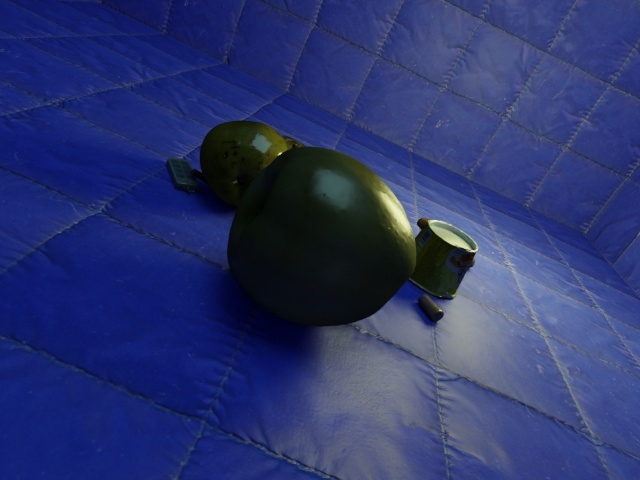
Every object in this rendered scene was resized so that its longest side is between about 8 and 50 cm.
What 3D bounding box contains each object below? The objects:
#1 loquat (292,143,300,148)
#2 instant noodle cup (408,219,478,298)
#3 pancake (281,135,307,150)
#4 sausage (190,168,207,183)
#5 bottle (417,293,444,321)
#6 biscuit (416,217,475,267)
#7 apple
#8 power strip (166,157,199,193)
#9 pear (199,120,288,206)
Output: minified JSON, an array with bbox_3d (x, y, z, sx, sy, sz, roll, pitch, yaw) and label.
[{"bbox_3d":[-0.077,-0.308,2.012,0.150,0.204,0.172,-30,22,-26],"label":"loquat"},{"bbox_3d":[0.438,0.057,1.770,0.265,0.200,0.264,21,25,-10],"label":"instant noodle cup"},{"bbox_3d":[-0.104,-0.422,2.349,0.295,0.049,0.294,23,28,-13],"label":"pancake"},{"bbox_3d":[-0.398,-0.213,1.664,0.116,0.026,0.026,32,15,-47],"label":"sausage"},{"bbox_3d":[0.359,0.218,1.567,0.045,0.045,0.096,8,30,-33],"label":"bottle"},{"bbox_3d":[0.532,0.007,2.011,0.237,0.062,0.291,40,6,32],"label":"biscuit"},{"bbox_3d":[0.000,0.000,1.205,0.474,0.473,0.473,21,26,-11],"label":"apple"},{"bbox_3d":[-0.472,-0.224,1.646,0.080,0.029,0.226,8,31,-34],"label":"power strip"},{"bbox_3d":[-0.256,-0.248,1.607,0.304,0.303,0.303,21,26,-11],"label":"pear"}]
